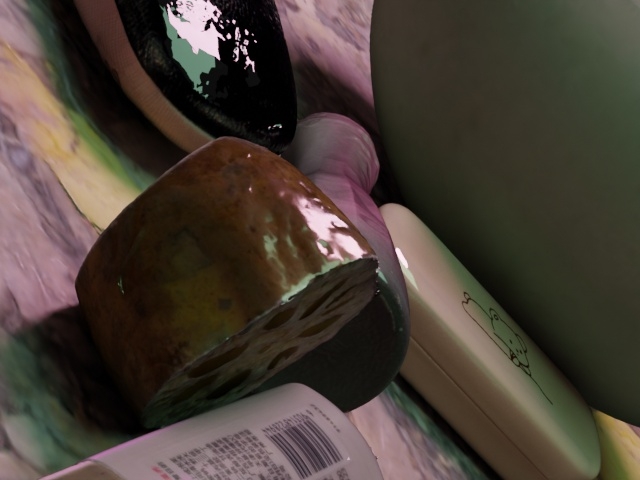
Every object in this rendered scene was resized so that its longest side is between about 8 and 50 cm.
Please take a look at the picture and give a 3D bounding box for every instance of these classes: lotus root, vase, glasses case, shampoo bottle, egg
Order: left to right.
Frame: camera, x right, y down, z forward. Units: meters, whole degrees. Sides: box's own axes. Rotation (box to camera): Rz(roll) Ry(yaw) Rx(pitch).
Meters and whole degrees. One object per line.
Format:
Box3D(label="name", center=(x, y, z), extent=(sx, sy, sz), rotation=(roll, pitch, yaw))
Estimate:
Box3D(label="glasses case", center=(-0.091, -0.166, 1.025), extent=(0.122, 0.075, 0.314), rotation=(26, 35, -50))
Box3D(label="shampoo bottle", center=(-0.041, 0.109, 0.737), extent=(0.086, 0.056, 0.227), rotation=(59, 21, 7))
Box3D(label="lotus root", center=(-0.043, 0.020, 0.797), extent=(0.081, 0.112, 0.122), rotation=(49, -12, 11))
Box3D(label="vase", center=(0.000, 0.000, 0.971), extent=(0.086, 0.086, 0.214), rotation=(49, 17, -17))
Box3D(label="glasses case", center=(0.081, 0.064, 1.084), extent=(0.196, 0.050, 0.083), rotation=(46, 24, -24))
Box3D(label="egg", center=(0.188, -0.058, 1.183), extent=(0.389, 0.276, 0.276), rotation=(54, 20, 2))
